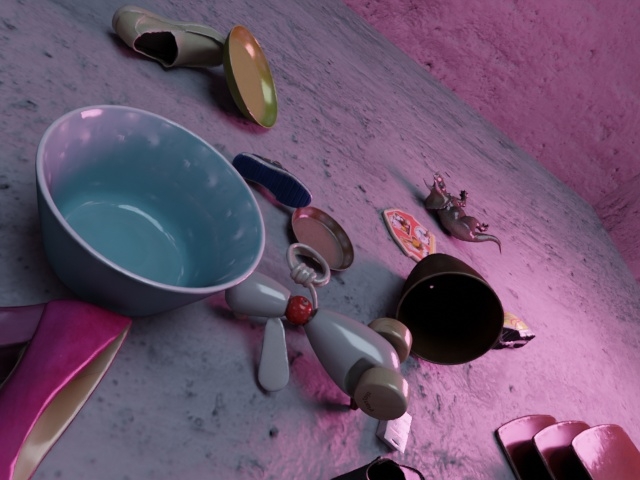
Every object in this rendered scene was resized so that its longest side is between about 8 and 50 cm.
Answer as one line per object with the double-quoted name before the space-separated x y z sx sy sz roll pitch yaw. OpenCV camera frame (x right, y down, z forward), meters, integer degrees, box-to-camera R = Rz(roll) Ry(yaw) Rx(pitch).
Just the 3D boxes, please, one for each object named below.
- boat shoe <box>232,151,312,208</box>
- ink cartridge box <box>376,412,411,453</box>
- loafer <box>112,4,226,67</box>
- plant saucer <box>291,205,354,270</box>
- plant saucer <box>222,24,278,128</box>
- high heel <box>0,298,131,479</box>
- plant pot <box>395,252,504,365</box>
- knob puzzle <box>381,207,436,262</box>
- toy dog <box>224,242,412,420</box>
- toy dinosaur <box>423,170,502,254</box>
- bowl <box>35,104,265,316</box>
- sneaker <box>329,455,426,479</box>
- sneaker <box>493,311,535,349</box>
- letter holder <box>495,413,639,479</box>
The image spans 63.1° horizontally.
"boat shoe" -0.093 -0.136 1.099 0.183 0.066 0.066 33 26 -6
"ink cartridge box" 0.127 0.329 0.906 0.048 0.028 0.083 43 33 -6
"loafer" -0.316 -0.425 1.144 0.268 0.102 0.092 0 57 -39
"plant saucer" 0.000 0.000 1.109 0.168 0.029 0.168 30 37 -26
"plant saucer" -0.168 -0.378 1.226 0.241 0.037 0.241 -12 90 -72
"high heel" -0.259 0.208 0.501 0.181 0.127 0.377 6 47 -31
"plant pot" 0.273 0.121 1.155 0.215 0.215 0.230 41 20 -9
"knob puzzle" 0.246 -0.022 1.407 0.213 0.030 0.213 29 37 -25
"toy dog" -0.003 0.176 0.853 0.333 0.161 0.220 40 34 16
"toy dinosaur" 0.422 -0.062 1.598 0.160 0.121 0.314 -23 78 -43
"bowl" -0.251 -0.020 0.726 0.311 0.163 0.312 30 37 -26
"sneaker" 0.111 0.367 0.767 0.222 0.118 0.083 12 46 -41
"sneaker" 0.482 0.230 1.375 0.208 0.081 0.094 18 35 -46
"letter holder" 0.551 0.460 1.137 0.301 0.152 0.214 10 46 -43
